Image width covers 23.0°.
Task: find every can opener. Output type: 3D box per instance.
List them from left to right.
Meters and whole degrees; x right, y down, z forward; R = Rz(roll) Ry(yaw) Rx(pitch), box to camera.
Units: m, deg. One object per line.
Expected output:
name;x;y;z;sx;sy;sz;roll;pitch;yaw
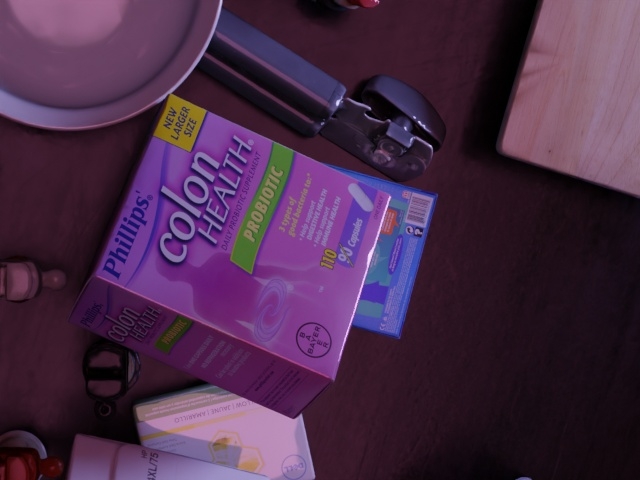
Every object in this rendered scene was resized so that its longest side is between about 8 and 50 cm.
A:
can opener;0.000;-0.160;1.635;0.283;0.076;0.095;32;55;-9

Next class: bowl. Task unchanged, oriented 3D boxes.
bowl;-0.248;-0.254;1.545;0.298;0.134;0.298;0;93;-10

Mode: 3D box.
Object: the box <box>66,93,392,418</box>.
box;-0.084;0.016;1.500;0.243;0.117;0.213;24;59;-9

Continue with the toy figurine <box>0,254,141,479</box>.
toy figurine;-0.303;0.128;1.552;0.209;0.148;0.213;43;87;-2

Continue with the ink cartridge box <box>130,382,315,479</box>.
ink cartridge box;-0.090;0.262;1.633;0.171;0.056;0.235;-13;92;-10

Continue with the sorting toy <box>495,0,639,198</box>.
sorting toy;0.331;-0.179;1.669;0.255;0.089;0.257;17;90;-10

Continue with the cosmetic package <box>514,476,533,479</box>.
cosmetic package;0.249;0.505;1.560;0.327;0.329;0.393;-41;97;-5

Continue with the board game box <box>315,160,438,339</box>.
board game box;0.000;0.000;1.640;0.210;0.047;0.160;16;90;-10

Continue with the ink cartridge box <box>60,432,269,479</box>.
ink cartridge box;-0.179;0.359;1.489;0.197;0.198;0.270;14;125;-10

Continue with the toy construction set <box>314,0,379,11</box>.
toy construction set;0.030;-0.385;1.517;0.257;0.309;0.237;41;80;-17
